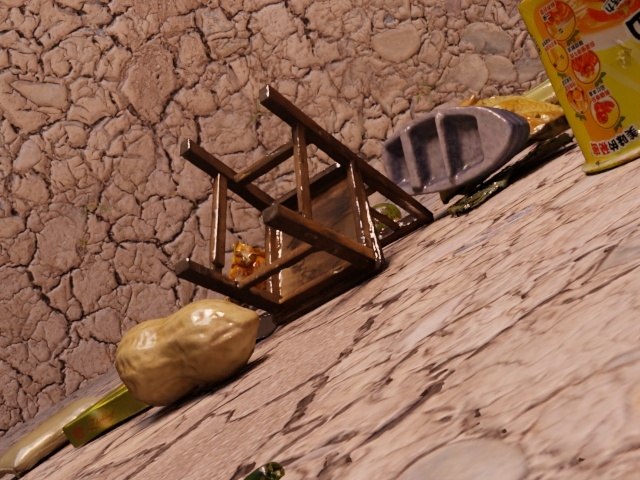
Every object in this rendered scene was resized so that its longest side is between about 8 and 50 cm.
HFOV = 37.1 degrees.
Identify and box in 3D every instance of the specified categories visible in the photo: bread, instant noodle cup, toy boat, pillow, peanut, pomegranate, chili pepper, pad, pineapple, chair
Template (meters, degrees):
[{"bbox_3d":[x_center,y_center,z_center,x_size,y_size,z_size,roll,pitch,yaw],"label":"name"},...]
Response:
[{"bbox_3d":[0.283,-0.181,1.593,0.174,0.133,0.251,-23,-10,-43],"label":"bread"},{"bbox_3d":[0.347,-0.220,1.015,0.264,0.200,0.264,-31,4,2],"label":"instant noodle cup"},{"bbox_3d":[0.210,-0.144,1.492,0.078,0.127,0.283,-7,-4,-38],"label":"toy boat"},{"bbox_3d":[-0.462,0.335,1.636,0.208,0.053,0.119,-38,4,-42],"label":"pillow"},{"bbox_3d":[-0.177,0.146,1.221,0.256,0.124,0.123,-24,7,44],"label":"peanut"},{"bbox_3d":[0.116,-0.030,1.712,0.073,0.073,0.084,-32,27,-7],"label":"pomegranate"},{"bbox_3d":[-0.057,0.155,0.576,0.083,0.022,0.027,-29,36,32],"label":"chili pepper"},{"bbox_3d":[-0.161,0.155,1.464,0.211,0.003,0.143,-17,7,11],"label":"pad"},{"bbox_3d":[-0.139,0.105,2.036,0.250,0.139,0.164,113,171,-68],"label":"pineapple"},{"bbox_3d":[0.000,0.000,1.419,0.203,0.416,0.241,-31,47,27],"label":"chair"}]

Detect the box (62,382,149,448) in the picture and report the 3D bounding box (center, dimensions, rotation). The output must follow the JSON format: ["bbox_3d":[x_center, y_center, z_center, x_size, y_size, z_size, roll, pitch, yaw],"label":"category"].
[{"bbox_3d":[-0.268,0.224,1.553,0.173,0.043,0.311,-31,2,24],"label":"box"}]

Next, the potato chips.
[{"bbox_3d":[0.285,-0.102,1.453,0.220,0.029,0.202,-33,-1,16],"label":"potato chips"}]

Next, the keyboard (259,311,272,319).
[{"bbox_3d":[-0.089,0.128,1.657,0.155,0.010,0.053,-30,4,38],"label":"keyboard"}]

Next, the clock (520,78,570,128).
[{"bbox_3d":[0.473,-0.275,1.816,0.235,0.096,0.308,-30,3,20],"label":"clock"}]
